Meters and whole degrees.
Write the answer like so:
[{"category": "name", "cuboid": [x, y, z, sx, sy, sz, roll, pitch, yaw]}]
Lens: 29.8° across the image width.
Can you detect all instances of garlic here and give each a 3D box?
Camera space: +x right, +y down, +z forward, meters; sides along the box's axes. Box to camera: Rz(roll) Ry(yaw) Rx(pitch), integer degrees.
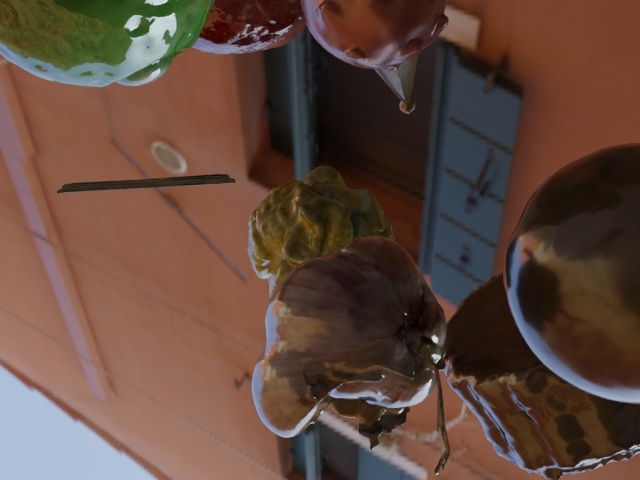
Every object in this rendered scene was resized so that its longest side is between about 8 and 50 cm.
[{"category": "garlic", "cuboid": [0.060, 0.131, 1.119, 0.207, 0.207, 0.257, -30, -124, -19]}]

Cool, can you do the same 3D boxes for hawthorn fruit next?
[{"category": "hawthorn fruit", "cuboid": [-0.108, -0.304, 1.333, 0.253, 0.205, 0.205, -18, -126, -34]}]

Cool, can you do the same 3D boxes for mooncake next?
[{"category": "mooncake", "cuboid": [0.317, 0.136, 1.464, 0.324, 0.324, 0.187, -40, -73, -24]}]

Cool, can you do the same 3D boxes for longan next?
[{"category": "longan", "cuboid": [0.299, 0.033, 1.116, 0.258, 0.258, 0.258, 0, -126, 1]}]

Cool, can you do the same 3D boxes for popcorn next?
[{"category": "popcorn", "cuboid": [0.000, -0.001, 1.538, 0.187, 0.167, 0.185, -4, -147, -37]}]

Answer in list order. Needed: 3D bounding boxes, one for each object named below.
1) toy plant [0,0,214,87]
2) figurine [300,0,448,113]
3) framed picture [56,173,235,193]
[{"category": "toy plant", "cuboid": [-0.069, -0.173, 0.388, 0.175, 0.235, 0.218, 9, -121, 14]}, {"category": "figurine", "cuboid": [0.050, -0.272, 1.112, 0.166, 0.387, 0.207, -20, -148, 1]}, {"category": "framed picture", "cuboid": [-0.187, -0.062, 1.290, 0.183, 0.142, 0.011, -4, -86, -8]}]
